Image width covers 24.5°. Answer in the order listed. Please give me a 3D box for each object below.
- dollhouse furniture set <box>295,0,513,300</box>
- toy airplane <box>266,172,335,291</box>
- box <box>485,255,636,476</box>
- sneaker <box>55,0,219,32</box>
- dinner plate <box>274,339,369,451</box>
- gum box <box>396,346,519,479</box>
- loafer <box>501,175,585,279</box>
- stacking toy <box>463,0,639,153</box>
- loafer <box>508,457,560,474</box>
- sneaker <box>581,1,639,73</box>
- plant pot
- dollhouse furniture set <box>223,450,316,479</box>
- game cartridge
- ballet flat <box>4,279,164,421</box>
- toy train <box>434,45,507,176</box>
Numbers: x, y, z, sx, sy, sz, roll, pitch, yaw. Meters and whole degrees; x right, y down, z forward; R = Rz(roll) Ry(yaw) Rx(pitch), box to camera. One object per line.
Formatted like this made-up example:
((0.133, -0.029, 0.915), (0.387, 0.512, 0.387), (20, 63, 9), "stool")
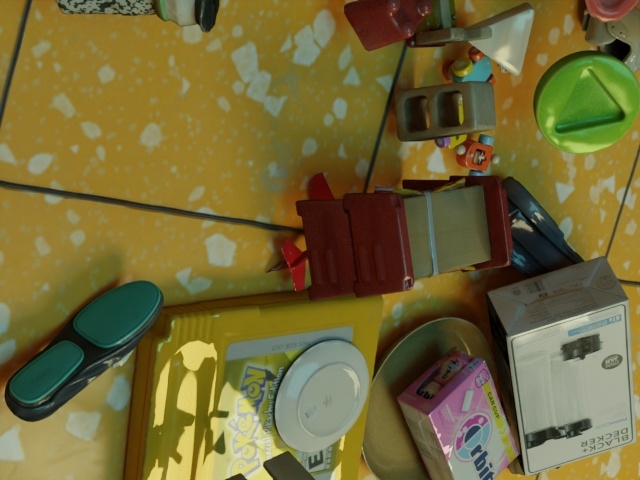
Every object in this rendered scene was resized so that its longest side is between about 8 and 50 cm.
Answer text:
((0.085, -0.131, 1.667), (0.201, 0.152, 0.374), (-9, 94, -46), "dollhouse furniture set")
((0.000, 0.000, 1.713), (0.151, 0.028, 0.151), (-15, 114, -36), "toy airplane")
((0.322, 0.171, 1.943), (0.169, 0.087, 0.290), (-16, 133, -4), "box")
((-0.198, -0.383, 1.314), (0.182, 0.158, 0.410), (-8, 97, -1), "sneaker")
((0.006, 0.186, 1.734), (0.141, 0.017, 0.141), (-14, 115, -34), "dinner plate")
((0.177, 0.236, 1.891), (0.107, 0.062, 0.188), (-40, 129, -23), "gum box")
((0.297, 0.037, 1.953), (0.095, 0.109, 0.302), (-41, 125, 4), "loafer")
((0.332, -0.276, 1.785), (0.279, 0.130, 0.309), (-40, 117, 14), "stacking toy")
((0.333, 0.299, 2.105), (0.148, 0.050, 0.056), (-29, 124, -30), "loafer")
((0.380, -0.315, 1.880), (0.121, 0.099, 0.262), (-41, 128, -16), "sneaker")
((0.132, 0.207, 1.907), (0.236, 0.032, 0.236), (-17, 117, -35), "plant pot")
((-0.136, 0.369, 1.639), (0.259, 0.135, 0.262), (-19, 143, -43), "dollhouse furniture set")
((-0.076, 0.202, 1.710), (0.323, 0.052, 0.285), (-6, 110, -41), "game cartridge")
((-0.244, 0.118, 1.526), (0.203, 0.074, 0.074), (-41, 129, -30), "ballet flat")
((0.181, -0.159, 1.802), (0.125, 0.046, 0.166), (1, 106, -48), "toy train")
